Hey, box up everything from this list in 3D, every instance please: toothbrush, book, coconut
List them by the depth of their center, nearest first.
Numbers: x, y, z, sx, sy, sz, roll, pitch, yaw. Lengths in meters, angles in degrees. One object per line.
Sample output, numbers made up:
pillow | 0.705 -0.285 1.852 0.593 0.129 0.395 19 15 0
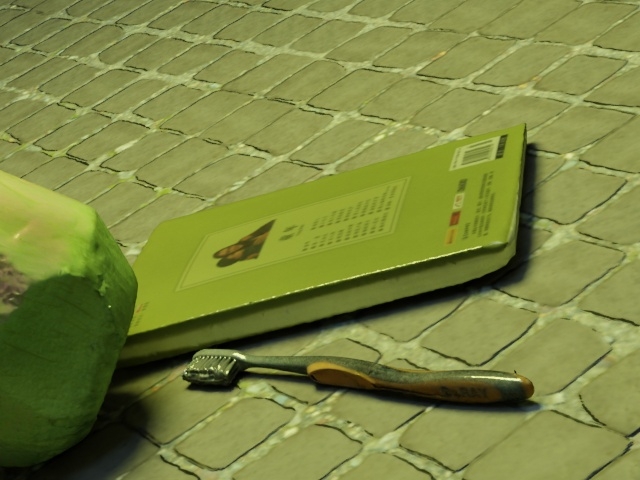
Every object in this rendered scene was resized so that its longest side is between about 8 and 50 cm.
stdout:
toothbrush | 0.020 0.095 1.301 0.321 0.023 0.031 -1 39 41
coconut | -0.259 0.049 1.363 0.236 0.236 0.204 -11 48 24
book | 0.000 0.000 1.501 0.352 0.035 0.239 -15 23 18
